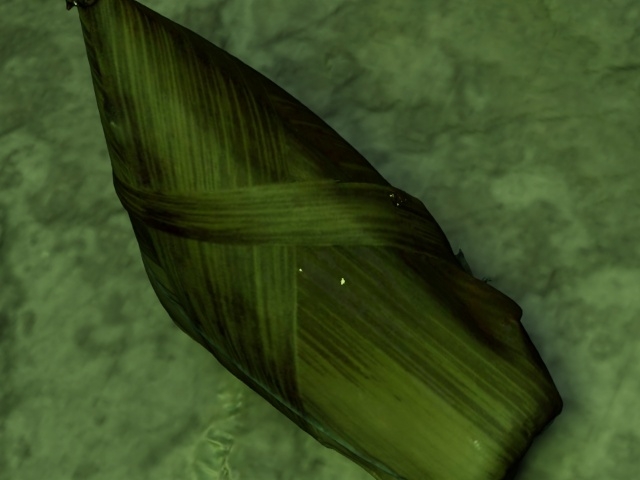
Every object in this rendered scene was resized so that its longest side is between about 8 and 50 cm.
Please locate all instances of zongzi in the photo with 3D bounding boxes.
[{"bbox_3d":[0.000,0.000,0.861,0.221,0.242,0.112,33,70,28],"label":"zongzi"}]
